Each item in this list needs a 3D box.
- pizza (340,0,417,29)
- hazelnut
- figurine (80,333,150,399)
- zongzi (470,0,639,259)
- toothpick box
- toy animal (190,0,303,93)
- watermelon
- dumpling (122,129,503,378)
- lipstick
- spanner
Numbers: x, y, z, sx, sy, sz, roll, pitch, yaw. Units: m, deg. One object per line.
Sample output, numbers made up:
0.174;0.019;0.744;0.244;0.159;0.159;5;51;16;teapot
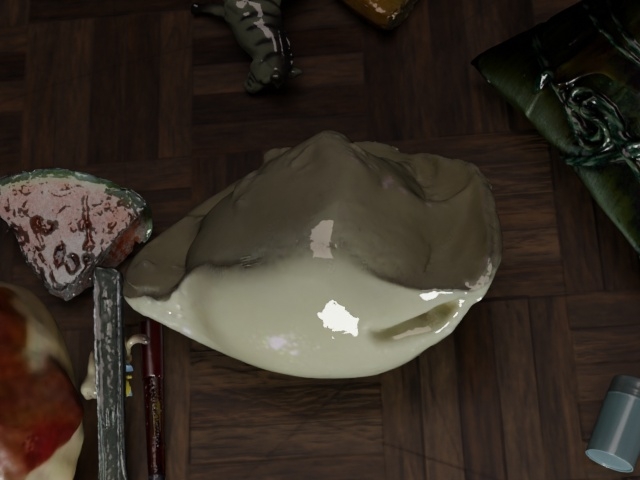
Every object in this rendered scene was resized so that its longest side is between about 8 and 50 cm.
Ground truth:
0.062;-0.365;1.665;0.204;0.080;0.188;37;74;22;pizza
-0.357;0.162;1.373;0.241;0.261;0.261;-3;60;-30;hazelnut
-0.213;0.132;1.475;0.051;0.047;0.083;16;84;28;figurine
0.420;-0.192;1.502;0.383;0.362;0.319;-45;64;28;zongzi
0.298;0.180;1.395;0.052;0.052;0.083;20;70;15;toothpick box
-0.062;-0.285;1.634;0.176;0.073;0.217;28;78;25;toy animal
-0.279;-0.001;1.542;0.187;0.071;0.139;7;72;1;watermelon
0.000;0.000;1.464;0.395;0.233;0.315;-9;31;17;dumpling
-0.172;0.167;1.470;0.027;0.027;0.176;-7;65;3;lipstick
-0.215;0.185;1.434;0.093;0.026;0.325;-5;77;8;spanner
